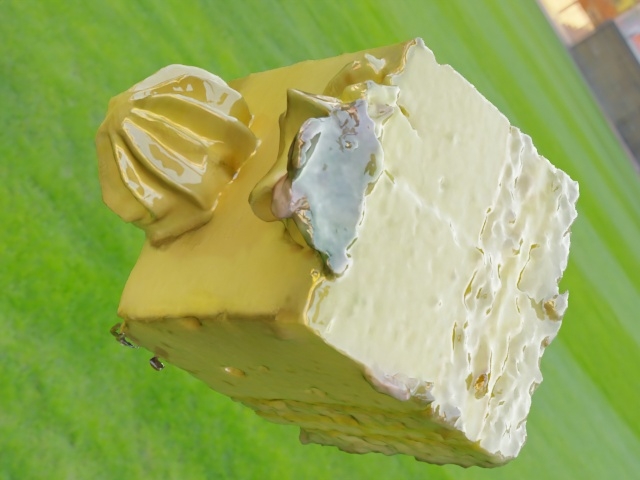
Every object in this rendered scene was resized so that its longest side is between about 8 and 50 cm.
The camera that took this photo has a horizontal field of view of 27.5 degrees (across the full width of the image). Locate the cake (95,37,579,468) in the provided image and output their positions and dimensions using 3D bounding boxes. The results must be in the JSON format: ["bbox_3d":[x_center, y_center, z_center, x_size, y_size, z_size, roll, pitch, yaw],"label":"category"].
[{"bbox_3d":[0.000,0.000,0.881,0.286,0.227,0.222,35,62,-38],"label":"cake"}]
